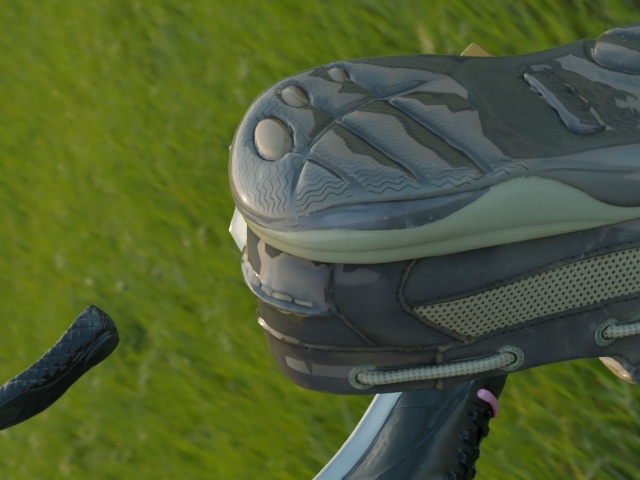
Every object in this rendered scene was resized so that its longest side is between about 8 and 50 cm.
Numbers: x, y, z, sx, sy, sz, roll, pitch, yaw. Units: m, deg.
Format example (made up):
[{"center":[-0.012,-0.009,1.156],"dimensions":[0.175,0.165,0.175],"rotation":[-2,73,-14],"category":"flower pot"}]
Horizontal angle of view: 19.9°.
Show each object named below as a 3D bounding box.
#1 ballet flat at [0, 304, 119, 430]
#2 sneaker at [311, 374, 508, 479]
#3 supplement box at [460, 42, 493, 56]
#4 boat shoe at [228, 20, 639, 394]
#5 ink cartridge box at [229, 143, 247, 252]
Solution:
[{"center":[-0.278,0.133,1.835],"dimensions":[0.173,0.057,0.049],"rotation":[-37,61,-9],"category":"ballet flat"},{"center":[0.087,0.169,1.219],"dimensions":[0.147,0.104,0.296],"rotation":[36,82,26],"category":"sneaker"},{"center":[0.137,-0.051,1.365],"dimensions":[0.078,0.233,0.080],"rotation":[-44,60,-3],"category":"supplement box"},{"center":[0.133,-0.010,0.762],"dimensions":[0.132,0.355,0.130],"rotation":[-112,22,-54],"category":"boat shoe"},{"center":[0.000,0.000,1.422],"dimensions":[0.181,0.104,0.061],"rotation":[59,144,38],"category":"ink cartridge box"}]
